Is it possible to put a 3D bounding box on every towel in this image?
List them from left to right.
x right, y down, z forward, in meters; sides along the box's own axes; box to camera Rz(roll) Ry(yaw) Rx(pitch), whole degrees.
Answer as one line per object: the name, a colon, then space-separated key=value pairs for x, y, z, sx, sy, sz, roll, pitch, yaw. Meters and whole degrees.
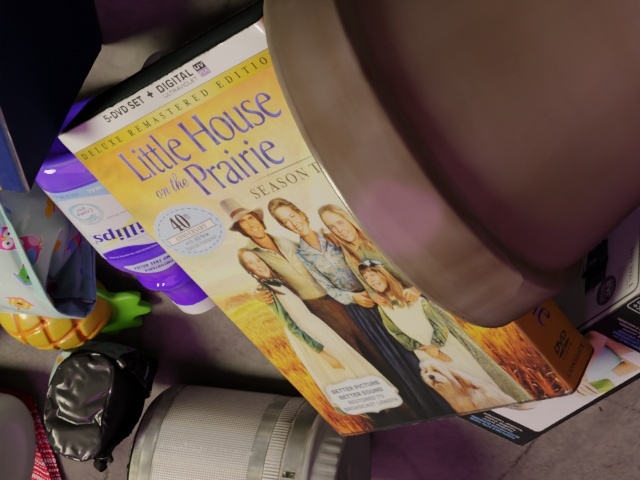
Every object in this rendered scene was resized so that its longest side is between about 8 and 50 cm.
towel: x=-0.499 y=0.289 z=1.903 sx=0.198 sy=0.031 sz=0.275 roll=11 pitch=143 yaw=10

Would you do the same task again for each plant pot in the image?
plant pot: x=0.167 y=-0.141 z=0.914 sx=0.280 sy=0.323 sz=0.323 roll=-32 pitch=124 yaw=24

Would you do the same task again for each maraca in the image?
maraca: x=-0.295 y=0.080 z=1.509 sx=0.185 sy=0.099 sz=0.127 roll=7 pitch=151 yaw=-23

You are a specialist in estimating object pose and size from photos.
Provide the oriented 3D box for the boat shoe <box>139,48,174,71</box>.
boat shoe: x=-0.122 y=-0.093 z=1.241 sx=0.076 sy=0.080 sz=0.228 roll=-8 pitch=144 yaw=27

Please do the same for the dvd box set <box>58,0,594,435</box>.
dvd box set: x=0.000 y=0.000 z=1.127 sx=0.307 sy=0.062 sz=0.420 roll=-19 pitch=120 yaw=46

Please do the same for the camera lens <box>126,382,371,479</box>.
camera lens: x=-0.091 y=0.299 z=1.602 sx=0.274 sy=0.219 sz=0.219 roll=5 pitch=141 yaw=15

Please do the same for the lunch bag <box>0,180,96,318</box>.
lunch bag: x=-0.369 y=-0.021 z=1.356 sx=0.223 sy=0.160 sz=0.262 roll=2 pitch=135 yaw=18

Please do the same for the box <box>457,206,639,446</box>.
box: x=0.248 y=0.062 z=1.217 sx=0.087 sy=0.169 sz=0.290 roll=26 pitch=141 yaw=-16

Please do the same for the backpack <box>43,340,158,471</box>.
backpack: x=-0.272 y=0.184 z=1.577 sx=0.115 sy=0.152 sz=0.182 roll=20 pitch=-173 yaw=5

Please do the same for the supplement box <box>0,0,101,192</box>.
supplement box: x=-0.403 y=-0.196 z=1.113 sx=0.356 sy=0.194 sz=0.195 roll=8 pitch=142 yaw=11

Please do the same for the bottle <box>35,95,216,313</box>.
bottle: x=-0.185 y=-0.025 z=1.321 sx=0.118 sy=0.092 sz=0.283 roll=-20 pitch=138 yaw=12

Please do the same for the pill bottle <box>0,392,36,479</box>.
pill bottle: x=-0.578 y=0.284 z=1.745 sx=0.333 sy=0.188 sz=0.188 roll=4 pitch=141 yaw=16
